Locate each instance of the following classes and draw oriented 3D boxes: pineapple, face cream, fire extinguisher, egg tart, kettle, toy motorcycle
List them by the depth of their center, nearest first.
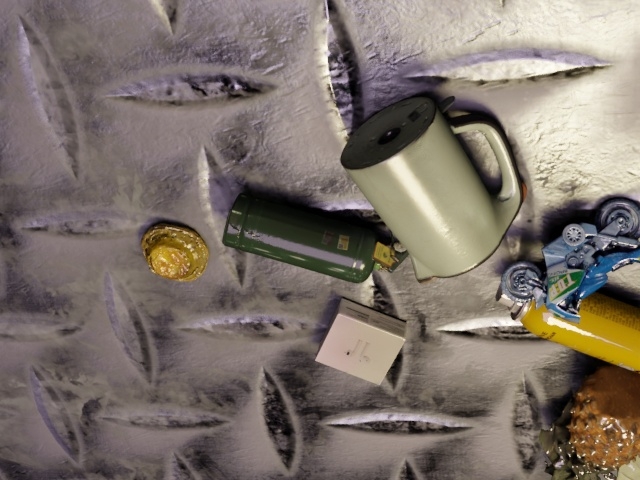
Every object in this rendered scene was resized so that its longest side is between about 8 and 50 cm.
[{"bbox_3d":[0.188,-0.087,1.435,0.240,0.165,0.255,-37,114,1],"label":"kettle"},{"bbox_3d":[0.414,0.041,1.469,0.254,0.092,0.135,-34,81,7],"label":"toy motorcycle"},{"bbox_3d":[0.459,0.140,1.561,0.349,0.105,0.105,21,128,-3],"label":"face cream"},{"bbox_3d":[0.000,0.000,1.575,0.311,0.114,0.095,18,167,2],"label":"fire extinguisher"},{"bbox_3d":[0.474,0.370,1.675,0.165,0.165,0.364,17,138,0],"label":"pineapple"},{"bbox_3d":[-0.265,0.030,1.681,0.130,0.052,0.130,5,129,6],"label":"egg tart"}]

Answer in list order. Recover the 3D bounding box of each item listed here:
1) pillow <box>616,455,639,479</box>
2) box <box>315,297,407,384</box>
[{"bbox_3d":[0.686,0.353,1.683,0.281,0.076,0.274,3,124,10],"label":"pillow"},{"bbox_3d":[0.074,0.185,1.716,0.130,0.051,0.129,22,127,-3],"label":"box"}]
